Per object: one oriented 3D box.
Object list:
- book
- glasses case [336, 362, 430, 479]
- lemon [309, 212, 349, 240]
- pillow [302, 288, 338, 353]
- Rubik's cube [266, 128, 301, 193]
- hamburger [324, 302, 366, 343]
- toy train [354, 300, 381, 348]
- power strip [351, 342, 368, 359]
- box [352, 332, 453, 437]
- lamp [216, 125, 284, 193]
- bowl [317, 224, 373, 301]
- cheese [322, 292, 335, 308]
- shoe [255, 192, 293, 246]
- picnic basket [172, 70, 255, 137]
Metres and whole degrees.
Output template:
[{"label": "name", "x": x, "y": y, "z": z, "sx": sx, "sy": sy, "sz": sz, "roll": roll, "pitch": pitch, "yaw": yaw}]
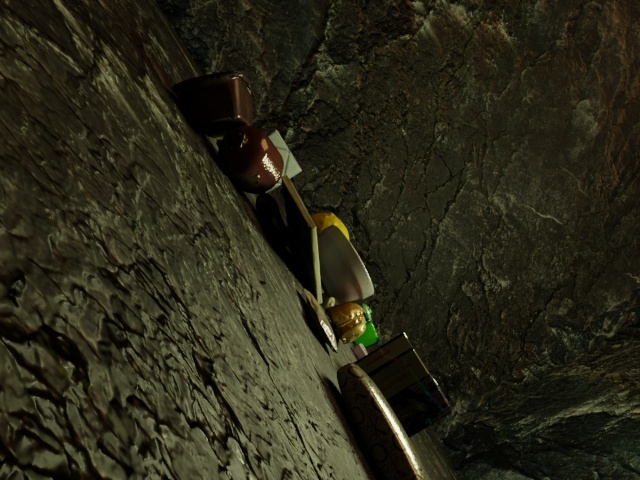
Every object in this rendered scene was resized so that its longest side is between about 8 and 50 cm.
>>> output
[{"label": "book", "x": -0.058, "y": 0.003, "z": 1.681, "sx": 0.379, "sy": 0.031, "sz": 0.264, "roll": 85, "pitch": -19, "yaw": -46}, {"label": "glasses case", "x": 0.136, "y": 0.413, "z": 1.051, "sx": 0.354, "sy": 0.085, "sz": 0.137, "roll": 60, "pitch": 4, "yaw": 31}, {"label": "lemon", "x": 0.000, "y": 0.000, "z": 2.066, "sx": 0.233, "sy": 0.234, "sz": 0.288, "roll": 57, "pitch": -9, "yaw": -8}, {"label": "pillow", "x": -0.001, "y": 0.217, "z": 1.411, "sx": 0.130, "sy": 0.038, "sz": 0.232, "roll": 60, "pitch": -1, "yaw": -20}, {"label": "Rubik's cube", "x": -0.221, "y": -0.335, "z": 2.176, "sx": 0.205, "sy": 0.207, "sz": 0.205, "roll": 58, "pitch": 2, "yaw": -15}, {"label": "hamburger", "x": 0.085, "y": 0.254, "z": 1.670, "sx": 0.124, "sy": 0.131, "sz": 0.262, "roll": 58, "pitch": -3, "yaw": 2}, {"label": "toy train", "x": 0.170, "y": 0.360, "z": 2.179, "sx": 0.243, "sy": 0.133, "sz": 0.188, "roll": 35, "pitch": 31, "yaw": -85}, {"label": "power strip", "x": 0.200, "y": 0.503, "z": 1.890, "sx": 0.278, "sy": 0.038, "sz": 0.109, "roll": 59, "pitch": 3, "yaw": 26}, {"label": "box", "x": 0.235, "y": 0.435, "z": 1.493, "sx": 0.310, "sy": 0.198, "sz": 0.084, "roll": 57, "pitch": 2, "yaw": -30}, {"label": "lamp", "x": -0.215, "y": -0.244, "z": 1.574, "sx": 0.180, "sy": 0.180, "sz": 0.258, "roll": 59, "pitch": 2, "yaw": 30}, {"label": "bowl", "x": 0.053, "y": 0.099, "z": 1.811, "sx": 0.286, "sy": 0.144, "sz": 0.287, "roll": 60, "pitch": -7, "yaw": 12}, {"label": "cheese", "x": 0.028, "y": 0.224, "z": 1.935, "sx": 0.064, "sy": 0.043, "sz": 0.194, "roll": 57, "pitch": 1, "yaw": 5}, {"label": "shoe", "x": -0.155, "y": -0.064, "z": 1.682, "sx": 0.194, "sy": 0.074, "sz": 0.077, "roll": 60, "pitch": -9, "yaw": 3}, {"label": "picnic basket", "x": -0.306, "y": -0.397, "z": 1.549, "sx": 0.297, "sy": 0.223, "sz": 0.129, "roll": -33, "pitch": 113, "yaw": -88}]
